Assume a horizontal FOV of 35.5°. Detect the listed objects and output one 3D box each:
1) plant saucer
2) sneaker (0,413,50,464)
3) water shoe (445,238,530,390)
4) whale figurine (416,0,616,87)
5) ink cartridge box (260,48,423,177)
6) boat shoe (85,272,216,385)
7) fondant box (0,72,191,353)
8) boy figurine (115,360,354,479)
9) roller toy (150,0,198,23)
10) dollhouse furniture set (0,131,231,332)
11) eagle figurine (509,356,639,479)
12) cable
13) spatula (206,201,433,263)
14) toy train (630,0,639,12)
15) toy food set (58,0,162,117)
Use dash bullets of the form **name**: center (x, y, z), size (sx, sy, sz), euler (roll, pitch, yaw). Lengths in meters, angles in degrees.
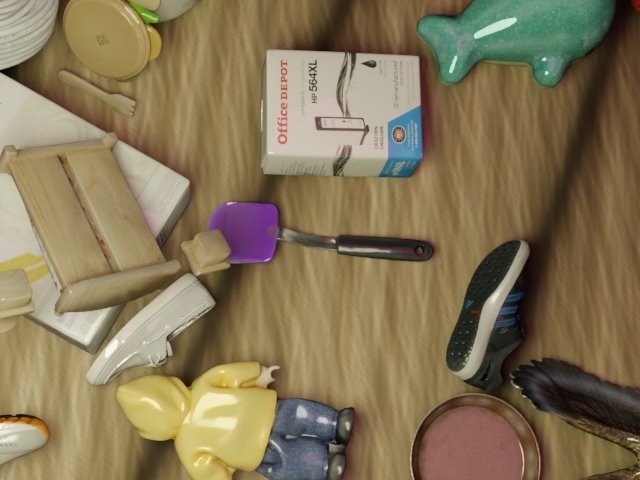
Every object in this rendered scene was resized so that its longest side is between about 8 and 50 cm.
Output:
- **plant saucer**: center (0.193, 0.278, 1.261), size (0.169, 0.029, 0.168), euler (2, 77, -8)
- **sneaker**: center (-0.435, 0.284, 1.159), size (0.263, 0.099, 0.121), euler (-18, 87, -3)
- **water shoe**: center (0.229, 0.096, 1.299), size (0.080, 0.073, 0.203), euler (35, 73, -26)
- **whale figurine**: center (0.271, -0.309, 1.349), size (0.272, 0.141, 0.216), euler (-22, 81, -10)
- **ink cartridge box**: center (0.025, -0.165, 1.314), size (0.203, 0.086, 0.148), euler (1, 77, -8)
- **boat shoe**: center (-0.207, 0.121, 1.236), size (0.063, 0.066, 0.184), euler (44, 66, 5)
- **fondant box**: center (-0.361, -0.044, 1.235), size (0.330, 0.096, 0.238), euler (29, 75, 2)
- **boy figurine**: center (-0.107, 0.230, 1.205), size (0.285, 0.092, 0.177), euler (11, 76, -4)
- **roller toy**: center (-0.231, -0.392, 1.305), size (0.191, 0.146, 0.209), euler (-9, 74, -19)
- **dollhouse furniture set**: center (-0.337, -0.031, 1.167), size (0.356, 0.174, 0.303), euler (-12, 64, -38)
- **eagle figurine**: center (0.382, 0.266, 1.221), size (0.299, 0.226, 0.225), euler (-3, 121, 18)
- **cable**: center (-0.454, -0.312, 1.230), size (0.257, 0.089, 0.257), euler (-18, 59, -37)
- **spatula**: center (0.000, 0.000, 1.301), size (0.297, 0.030, 0.084), euler (6, 74, -5)
- **toy train**: center (0.436, -0.416, 1.343), size (0.143, 0.248, 0.105), euler (23, 75, 3)
- **toy food set**: center (-0.265, -0.261, 1.271), size (0.132, 0.192, 0.038), euler (27, 42, 2)
